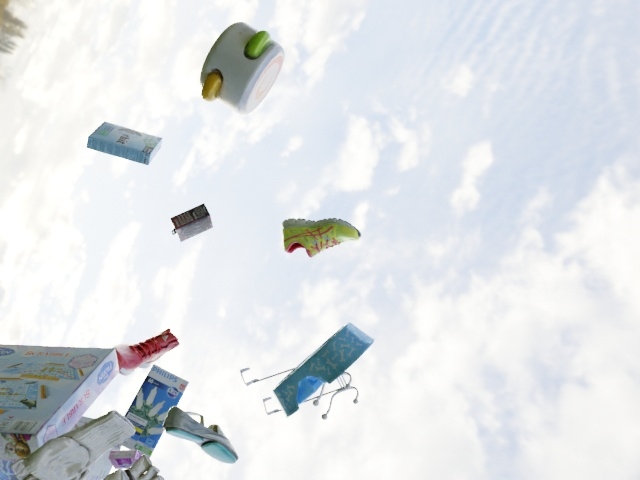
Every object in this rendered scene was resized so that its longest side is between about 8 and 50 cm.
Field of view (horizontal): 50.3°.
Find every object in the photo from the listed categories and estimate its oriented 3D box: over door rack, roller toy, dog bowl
[{"bbox_3d":[-0.059,0.470,2.112,0.324,0.240,0.108,-11,-130,9],"label":"over door rack"},{"bbox_3d":[-0.192,-0.409,1.618,0.209,0.146,0.191,-58,177,10],"label":"roller toy"},{"bbox_3d":[-0.002,0.293,1.564,0.297,0.074,0.166,-46,174,31],"label":"dog bowl"}]

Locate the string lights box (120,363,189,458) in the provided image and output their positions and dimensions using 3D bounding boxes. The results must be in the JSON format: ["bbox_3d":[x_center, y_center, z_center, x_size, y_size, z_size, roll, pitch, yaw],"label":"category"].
[{"bbox_3d":[-0.535,0.536,2.144,0.260,0.133,0.077,-65,-170,-23],"label":"string lights box"}]

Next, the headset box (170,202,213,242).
[{"bbox_3d":[-0.264,-0.034,1.382,0.032,0.083,0.062,58,-15,21],"label":"headset box"}]

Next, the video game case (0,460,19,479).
[{"bbox_3d":[-0.829,0.541,1.722,0.035,0.248,0.275,-43,-125,21],"label":"video game case"}]

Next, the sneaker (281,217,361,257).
[{"bbox_3d":[0.000,0.000,1.674,0.208,0.081,0.094,-1,-113,22],"label":"sneaker"}]

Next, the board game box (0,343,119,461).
[{"bbox_3d":[-0.620,0.312,1.365,0.318,0.318,0.066,-63,152,-67],"label":"board game box"}]

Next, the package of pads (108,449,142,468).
[{"bbox_3d":[-0.517,0.582,1.812,0.083,0.050,0.032,-6,-144,13],"label":"package of pads"}]

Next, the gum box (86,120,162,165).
[{"bbox_3d":[-0.581,-0.292,2.034,0.157,0.184,0.041,-87,-166,-64],"label":"gum box"}]

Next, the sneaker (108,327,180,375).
[{"bbox_3d":[-0.427,0.257,1.669,0.128,0.087,0.221,-35,175,3],"label":"sneaker"}]

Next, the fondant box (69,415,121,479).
[{"bbox_3d":[-0.818,0.654,2.173,0.096,0.330,0.238,-95,-152,-49],"label":"fondant box"}]

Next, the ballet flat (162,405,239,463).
[{"bbox_3d":[-0.257,0.431,1.524,0.072,0.213,0.068,-24,-139,35],"label":"ballet flat"}]

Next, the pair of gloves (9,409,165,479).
[{"bbox_3d":[-0.394,0.409,1.176,0.204,0.240,0.042,-24,-142,-8],"label":"pair of gloves"}]
